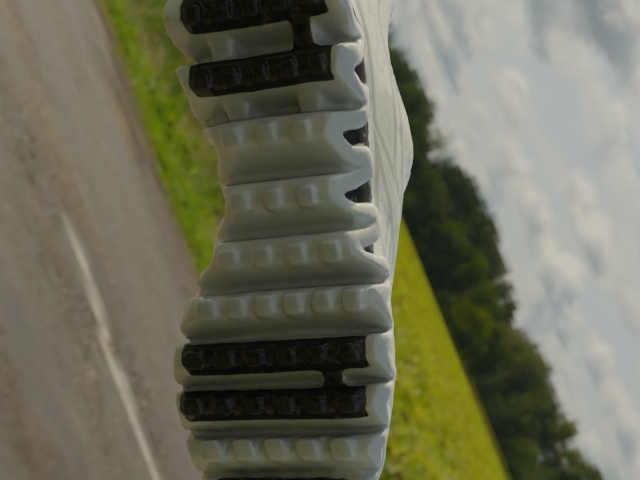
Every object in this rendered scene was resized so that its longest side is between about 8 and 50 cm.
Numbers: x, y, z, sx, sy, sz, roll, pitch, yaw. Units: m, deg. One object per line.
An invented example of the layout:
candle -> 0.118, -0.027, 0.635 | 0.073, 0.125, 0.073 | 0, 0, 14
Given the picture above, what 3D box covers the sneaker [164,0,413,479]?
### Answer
sneaker -> 0.000, 0.000, 0.791 | 0.118, 0.110, 0.292 | -6, 98, -65
